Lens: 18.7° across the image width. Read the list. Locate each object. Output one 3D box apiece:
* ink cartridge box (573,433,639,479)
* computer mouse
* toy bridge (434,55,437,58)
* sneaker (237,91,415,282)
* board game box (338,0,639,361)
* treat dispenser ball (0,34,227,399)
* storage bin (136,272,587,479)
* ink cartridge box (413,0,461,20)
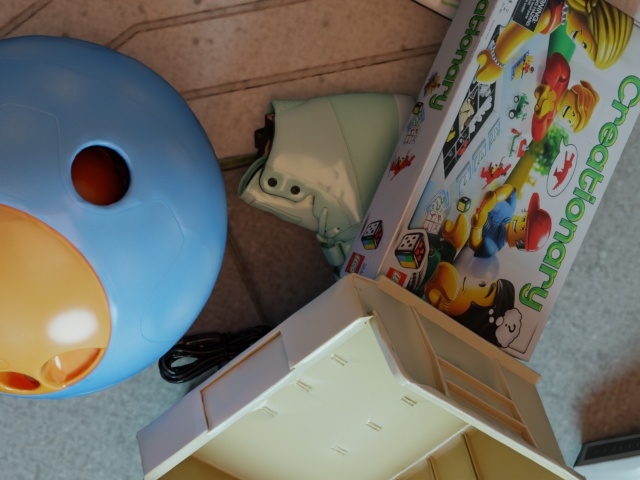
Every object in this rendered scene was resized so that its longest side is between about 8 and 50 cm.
[{"bbox_3d":[0.389,0.274,1.730,0.275,0.060,0.239,-13,103,20],"label":"ink cartridge box"},{"bbox_3d":[-0.081,0.174,1.714,0.106,0.042,0.193,-8,102,-6],"label":"computer mouse"},{"bbox_3d":[0.161,-0.091,1.697,0.063,0.026,0.188,-41,104,3],"label":"toy bridge"},{"bbox_3d":[0.000,-0.001,1.661,0.151,0.094,0.256,1,92,-12],"label":"sneaker"},{"bbox_3d":[0.156,-0.070,1.621,0.193,0.053,0.305,24,89,-36],"label":"board game box"},{"bbox_3d":[-0.218,-0.018,1.536,0.288,0.288,0.288,-1,101,-6],"label":"treat dispenser ball"},{"bbox_3d":[0.029,0.179,1.596,0.262,0.123,0.260,-37,134,23],"label":"storage bin"},{"bbox_3d":[0.127,-0.239,1.645,0.209,0.062,0.109,27,96,-12],"label":"ink cartridge box"}]
